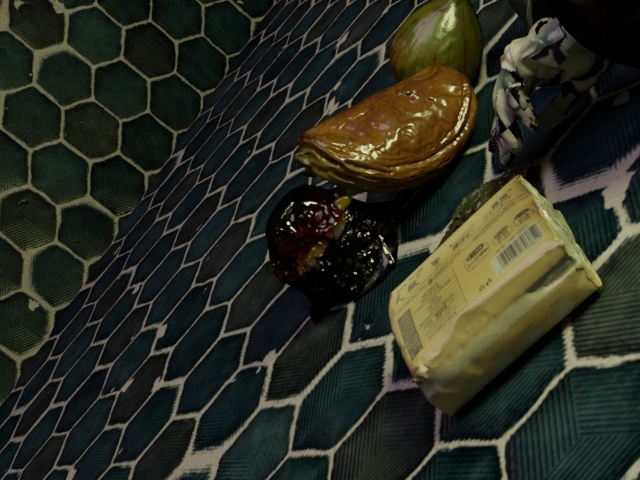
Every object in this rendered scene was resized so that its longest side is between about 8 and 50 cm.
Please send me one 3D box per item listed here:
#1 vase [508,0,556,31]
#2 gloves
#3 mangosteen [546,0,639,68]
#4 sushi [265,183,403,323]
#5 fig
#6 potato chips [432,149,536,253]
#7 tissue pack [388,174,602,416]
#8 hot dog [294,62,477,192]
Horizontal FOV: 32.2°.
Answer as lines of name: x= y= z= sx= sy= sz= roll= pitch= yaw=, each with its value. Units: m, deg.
vase: x=0.327 y=-0.356 z=1.496 sx=0.251 sy=0.156 sz=0.301 roll=-58 pitch=16 yaw=16
gloves: x=0.262 y=-0.189 z=1.341 sx=0.212 sy=0.111 sz=0.127 roll=-43 pitch=-7 yaw=39
mangosteen: x=0.383 y=-0.302 z=1.121 sx=0.307 sy=0.307 sz=0.347 roll=-45 pitch=50 yaw=16
sushi: x=0.000 y=0.000 z=1.589 sx=0.172 sy=0.150 sz=0.153 roll=-39 pitch=22 yaw=30
fig: x=0.189 y=-0.341 z=1.701 sx=0.151 sy=0.151 sz=0.259 roll=-76 pitch=-4 yaw=-52
potato chips: x=0.200 y=-0.028 z=1.388 sx=0.209 sy=0.026 sz=0.142 roll=-43 pitch=22 yaw=23
tissue pack: x=0.176 y=0.056 z=1.181 sx=0.222 sy=0.090 sz=0.186 roll=-46 pitch=21 yaw=16
hot dog: x=0.095 y=-0.149 z=1.600 sx=0.272 sy=0.122 sz=0.196 roll=-33 pitch=32 yaw=-19
